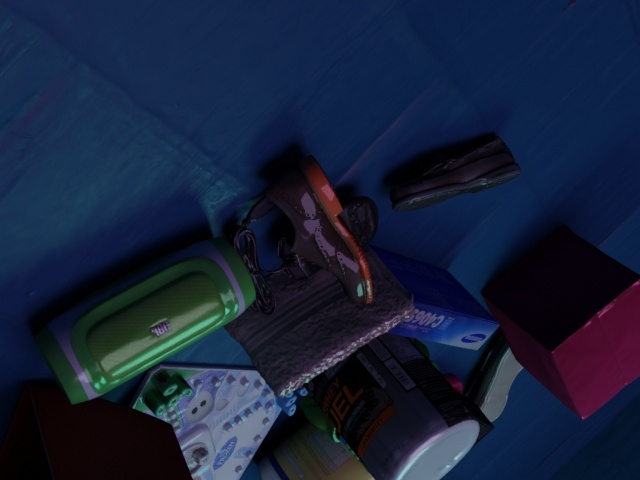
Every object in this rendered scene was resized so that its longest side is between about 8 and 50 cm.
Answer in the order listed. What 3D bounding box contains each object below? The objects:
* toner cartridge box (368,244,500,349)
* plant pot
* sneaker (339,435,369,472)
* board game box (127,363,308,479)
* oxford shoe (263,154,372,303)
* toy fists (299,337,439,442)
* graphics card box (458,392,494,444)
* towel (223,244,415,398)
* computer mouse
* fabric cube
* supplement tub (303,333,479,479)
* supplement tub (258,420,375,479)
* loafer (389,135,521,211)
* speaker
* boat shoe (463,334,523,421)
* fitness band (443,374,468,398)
[{"bbox_3d":[0.184,0.107,1.788,0.075,0.165,0.348,-51,146,16],"label":"toner cartridge box"},{"bbox_3d":[-0.331,0.396,1.442,0.236,0.267,0.267,7,125,-34],"label":"plant pot"},{"bbox_3d":[0.117,0.410,1.842,0.078,0.067,0.188,-45,108,-11],"label":"sneaker"},{"bbox_3d":[-0.235,0.398,1.748,0.390,0.050,0.390,13,113,-52],"label":"board game box"},{"bbox_3d":[0.000,0.000,1.461,0.098,0.097,0.271,-28,121,-2],"label":"oxford shoe"},{"bbox_3d":[0.089,0.272,1.909,0.279,0.142,0.096,-32,130,-16],"label":"toy fists"},{"bbox_3d":[0.215,0.506,2.277,0.371,0.094,0.233,-44,145,8],"label":"graphics card box"},{"bbox_3d":[-0.003,0.114,1.575,0.282,0.187,0.049,-31,151,-18],"label":"towel"},{"bbox_3d":[-0.034,-0.022,1.513,0.262,0.060,0.184,-35,127,-19],"label":"computer mouse"},{"bbox_3d":[0.554,0.175,2.122,0.259,0.254,0.258,-37,128,-6],"label":"fabric cube"},{"bbox_3d":[0.104,0.265,1.724,0.207,0.338,0.207,-27,145,-21],"label":"supplement tub"},{"bbox_3d":[0.065,0.451,1.997,0.331,0.241,0.241,-39,148,-5],"label":"supplement tub"},{"bbox_3d":[0.221,-0.115,1.664,0.268,0.084,0.096,-15,170,-30],"label":"loafer"},{"bbox_3d":[-0.243,0.109,1.371,0.296,0.131,0.131,-29,146,-19],"label":"speaker"},{"bbox_3d":[0.437,0.299,2.374,0.112,0.095,0.335,2,124,-32],"label":"boat shoe"},{"bbox_3d":[0.249,0.444,2.363,0.209,0.054,0.291,-9,134,-41],"label":"fitness band"}]
